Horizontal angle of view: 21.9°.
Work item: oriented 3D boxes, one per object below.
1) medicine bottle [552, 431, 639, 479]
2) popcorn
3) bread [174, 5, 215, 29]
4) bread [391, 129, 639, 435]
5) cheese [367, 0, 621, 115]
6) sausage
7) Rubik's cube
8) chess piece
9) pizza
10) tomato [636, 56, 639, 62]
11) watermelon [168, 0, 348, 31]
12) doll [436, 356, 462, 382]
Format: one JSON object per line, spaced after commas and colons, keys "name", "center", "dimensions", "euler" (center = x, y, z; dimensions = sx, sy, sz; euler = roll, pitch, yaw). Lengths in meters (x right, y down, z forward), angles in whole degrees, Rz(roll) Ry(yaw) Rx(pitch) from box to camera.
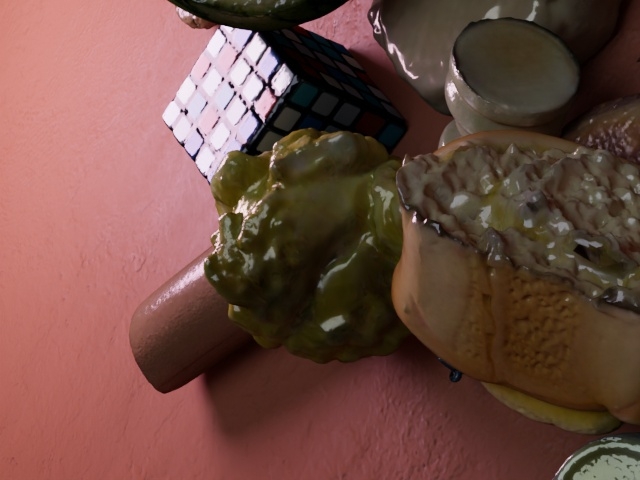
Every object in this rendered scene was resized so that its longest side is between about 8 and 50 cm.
{"name": "medicine bottle", "center": [0.291, 0.247, 1.490], "dimensions": [0.147, 0.143, 0.147], "euler": [-5, 80, 28]}
{"name": "popcorn", "center": [0.000, -0.004, 1.780], "dimensions": [0.293, 0.293, 0.237], "euler": [-42, 24, 29]}
{"name": "bread", "center": [-0.143, -0.332, 2.215], "dimensions": [0.082, 0.060, 0.113], "euler": [42, 110, 46]}
{"name": "bread", "center": [0.225, 0.035, 1.524], "dimensions": [0.316, 0.270, 0.211], "euler": [23, 53, 24]}
{"name": "cheese", "center": [0.192, -0.293, 1.815], "dimensions": [0.326, 0.115, 0.318], "euler": [0, 77, 45]}
{"name": "sausage", "center": [-0.128, 0.079, 2.012], "dimensions": [0.253, 0.123, 0.123], "euler": [-36, 53, 32]}
{"name": "Rubik's cube", "center": [-0.046, -0.144, 1.957], "dimensions": [0.184, 0.187, 0.182], "euler": [-52, 45, 17]}
{"name": "chess piece", "center": [0.178, -0.102, 1.715], "dimensions": [0.243, 0.133, 0.133], "euler": [102, 154, -52]}
{"name": "pizza", "center": [0.354, -0.065, 1.585], "dimensions": [0.305, 0.086, 0.161], "euler": [19, 103, 43]}
{"name": "tomato", "center": [0.402, -0.242, 1.480], "dimensions": [0.225, 0.256, 0.255], "euler": [4, 79, 22]}
{"name": "watermelon", "center": [-0.030, -0.356, 1.859], "dimensions": [0.331, 0.189, 0.330], "euler": [-22, 38, 19]}
{"name": "doll", "center": [0.165, 0.078, 1.738], "dimensions": [0.114, 0.085, 0.152], "euler": [9, 75, 60]}
